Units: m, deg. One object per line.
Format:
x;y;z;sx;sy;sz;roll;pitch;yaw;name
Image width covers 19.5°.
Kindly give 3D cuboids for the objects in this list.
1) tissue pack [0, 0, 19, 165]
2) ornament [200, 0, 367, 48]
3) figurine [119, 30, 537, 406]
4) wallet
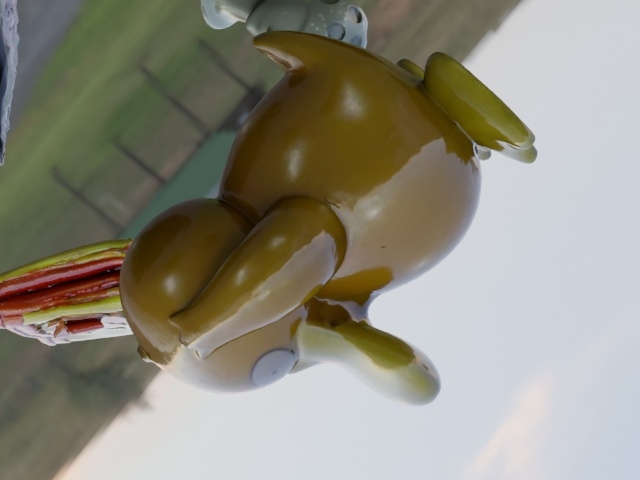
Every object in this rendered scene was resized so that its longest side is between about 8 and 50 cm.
-0.358;-0.161;1.172;0.123;0.332;0.245;-123;-145;-79;tissue pack
-0.030;-0.192;1.618;0.081;0.156;0.075;-28;134;-41;ornament
0.000;-0.010;1.089;0.215;0.215;0.228;-175;-74;-82;figurine
-0.200;0.056;1.596;0.141;0.067;0.241;-13;171;2;wallet
